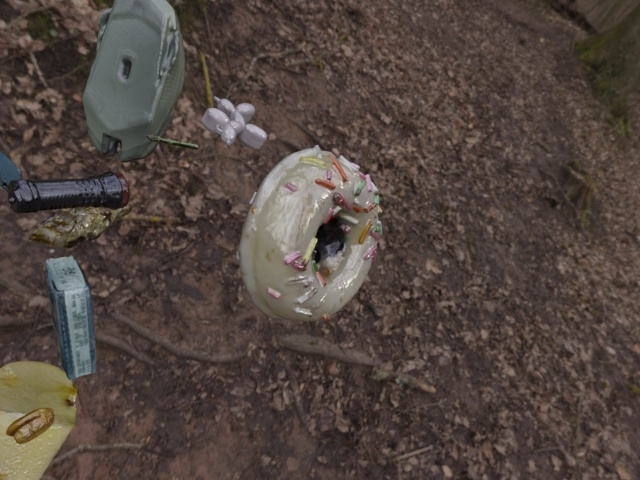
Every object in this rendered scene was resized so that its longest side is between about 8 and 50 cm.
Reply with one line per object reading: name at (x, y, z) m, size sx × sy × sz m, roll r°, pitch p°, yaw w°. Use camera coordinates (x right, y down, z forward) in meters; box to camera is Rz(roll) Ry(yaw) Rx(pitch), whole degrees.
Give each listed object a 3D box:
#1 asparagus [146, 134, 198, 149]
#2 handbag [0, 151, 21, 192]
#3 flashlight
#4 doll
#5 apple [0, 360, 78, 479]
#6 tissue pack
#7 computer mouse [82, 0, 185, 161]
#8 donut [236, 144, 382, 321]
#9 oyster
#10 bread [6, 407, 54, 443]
asparagus at (-0.315, -0.210, 0.886) m, size 0.114 × 0.015 × 0.014 m, roll 2°, pitch 62°, yaw -42°
handbag at (-1.010, -0.241, 1.266) m, size 0.057 × 0.221 × 0.144 m, roll -32°, pitch 54°, yaw -12°
flashlight at (-0.548, -0.102, 0.917) m, size 0.093 × 0.093 × 0.232 m, roll 44°, pitch 35°, yaw 24°
doll at (-0.209, -0.280, 0.998) m, size 0.160 × 0.059 × 0.161 m, roll 5°, pitch 53°, yaw -46°
apple at (-0.829, 0.501, 1.192) m, size 0.252 × 0.314 × 0.309 m, roll -19°, pitch 23°, yaw -30°
tissue pack at (-0.635, 0.192, 1.062) m, size 0.081 × 0.257 × 0.185 m, roll -11°, pitch 29°, yaw -38°
computer mouse at (-0.473, -0.418, 1.089) m, size 0.228 × 0.429 × 0.145 m, roll 22°, pitch 11°, yaw 5°
donut at (0.000, 0.000, 0.880) m, size 0.142 × 0.383 × 0.382 m, roll 18°, pitch 24°, yaw 36°
oyster at (-0.709, -0.067, 1.248) m, size 0.197 × 0.133 × 0.337 m, roll -18°, pitch 16°, yaw 9°
bread at (-0.570, 0.364, 0.823) m, size 0.046 × 0.081 × 0.083 m, roll 54°, pitch 11°, yaw 10°
